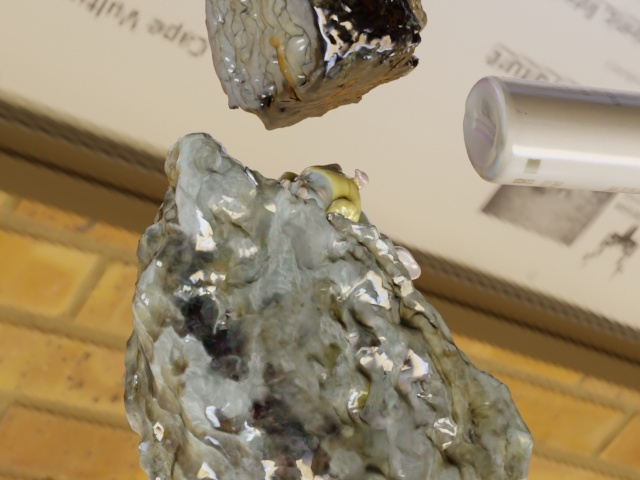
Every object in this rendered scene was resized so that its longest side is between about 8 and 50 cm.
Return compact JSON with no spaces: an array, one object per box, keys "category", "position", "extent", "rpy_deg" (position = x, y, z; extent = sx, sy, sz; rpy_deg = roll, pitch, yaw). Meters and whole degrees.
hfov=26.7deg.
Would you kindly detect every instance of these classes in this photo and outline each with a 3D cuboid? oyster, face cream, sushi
[{"category":"oyster","position":[-0.006,0.054,0.467],"extent":[0.177,0.125,0.064],"rpy_deg":[36,167,-3]},{"category":"face cream","position":[0.296,-0.073,1.059],"extent":[0.349,0.081,0.173],"rpy_deg":[5,-167,-5]},{"category":"sushi","position":[-0.008,-0.250,1.567],"extent":[0.171,0.350,0.211],"rpy_deg":[-16,-87,-25]}]

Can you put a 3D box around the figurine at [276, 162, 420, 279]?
[{"category":"figurine","position":[0.000,0.000,1.265],"extent":[0.235,0.155,0.127],"rpy_deg":[-19,-151,-37]}]
